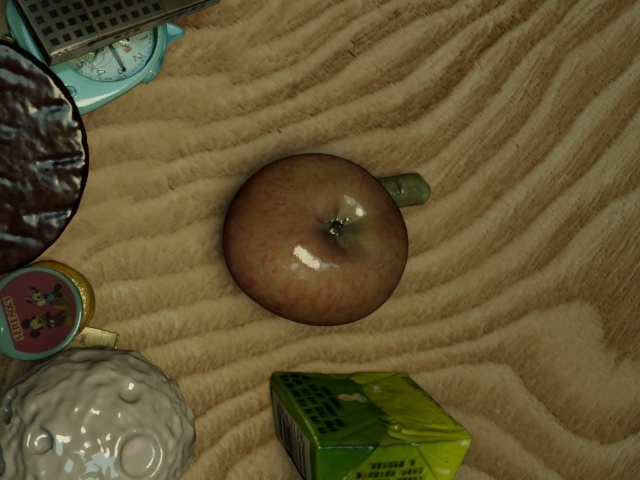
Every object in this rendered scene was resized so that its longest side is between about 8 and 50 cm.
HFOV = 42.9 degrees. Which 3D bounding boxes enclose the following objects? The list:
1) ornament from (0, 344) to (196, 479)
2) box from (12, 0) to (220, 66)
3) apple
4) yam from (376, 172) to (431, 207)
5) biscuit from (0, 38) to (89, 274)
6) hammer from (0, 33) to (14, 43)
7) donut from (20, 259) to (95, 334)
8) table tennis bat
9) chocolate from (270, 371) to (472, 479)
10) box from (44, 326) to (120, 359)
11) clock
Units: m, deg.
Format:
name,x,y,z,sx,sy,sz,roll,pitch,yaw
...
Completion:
name,x,y,z,sx,sy,sz,roll,pitch,yaw
ornament,-0.373,0.327,1.310,0.337,0.337,0.337,-1,93,-20
box,-0.339,-0.424,1.337,0.325,0.047,0.180,-29,92,-27
apple,0.000,0.000,1.455,0.344,0.269,0.345,-1,96,-14
yam,0.155,-0.098,1.619,0.146,0.070,0.070,-10,96,-18
biscuit,-0.579,-0.135,1.304,0.407,0.091,0.407,-4,106,-13
hammer,-0.553,-0.250,1.347,0.062,0.013,0.199,23,107,-15
donut,-0.464,0.103,1.394,0.152,0.058,0.152,2,81,-13
table tennis bat,-0.510,0.133,1.335,0.244,0.040,0.153,-17,80,-6
chocolate,0.077,0.353,1.497,0.288,0.301,0.137,2,104,-19
box,-0.436,0.184,1.443,0.149,0.020,0.073,16,86,-20
clock,-0.378,-0.351,1.404,0.274,0.094,0.223,-27,101,-19
